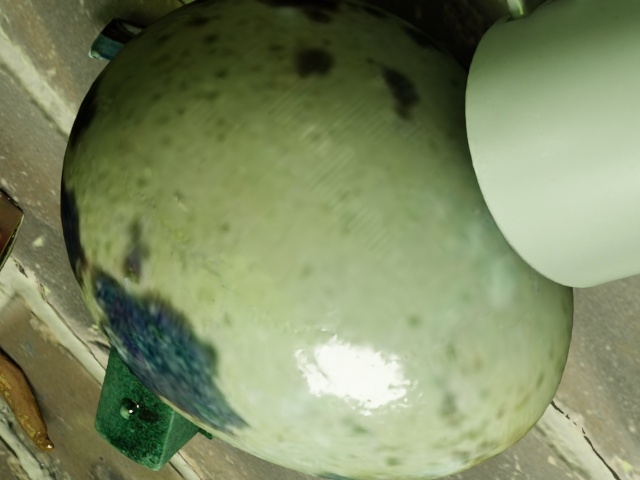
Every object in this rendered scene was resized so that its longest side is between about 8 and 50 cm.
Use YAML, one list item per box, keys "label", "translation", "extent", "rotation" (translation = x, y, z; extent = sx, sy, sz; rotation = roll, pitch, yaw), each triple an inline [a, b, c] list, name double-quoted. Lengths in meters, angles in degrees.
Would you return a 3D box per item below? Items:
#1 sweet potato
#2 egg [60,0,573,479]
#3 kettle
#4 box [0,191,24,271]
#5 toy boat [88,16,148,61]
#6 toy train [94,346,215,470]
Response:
- label: "sweet potato"
  translation: [-0.373, 0.158, 1.912]
  extent: [0.214, 0.050, 0.050]
  rotation: [48, 138, 3]
- label: "egg"
  translation: [0.000, 0.000, 1.266]
  extent: [0.428, 0.345, 0.345]
  rotation: [41, 138, 12]
- label: "kettle"
  translation: [0.273, -0.123, 1.083]
  extent: [0.318, 0.205, 0.265]
  rotation: [-14, 75, 45]
- label: "box"
  translation: [-0.586, -0.052, 1.772]
  extent: [0.420, 0.138, 0.373]
  rotation: [40, 141, -24]
- label: "toy boat"
  translation: [-0.150, -0.152, 1.488]
  extent: [0.137, 0.060, 0.061]
  rotation: [28, 113, 15]
- label: "toy train"
  translation: [-0.128, 0.079, 1.561]
  extent: [0.138, 0.178, 0.330]
  rotation: [32, 135, 15]
